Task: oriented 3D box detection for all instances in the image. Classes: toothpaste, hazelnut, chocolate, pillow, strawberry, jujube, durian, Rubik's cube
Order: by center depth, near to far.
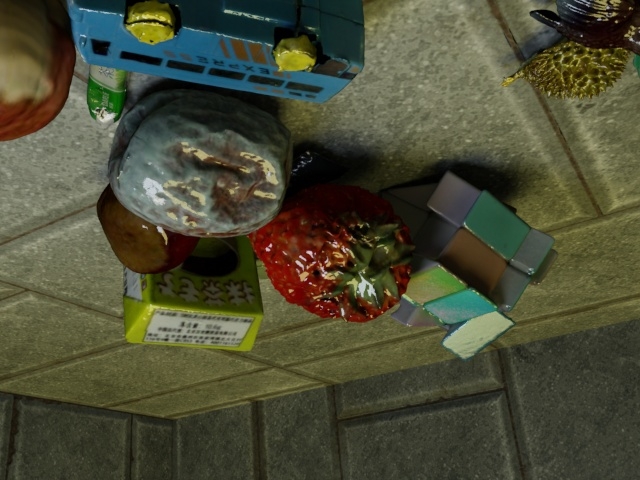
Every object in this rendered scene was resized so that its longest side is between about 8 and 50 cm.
[{"bbox_3d":[-0.440,-0.234,0.860,0.241,0.261,0.261,-38,145,16],"label":"hazelnut"},{"bbox_3d":[-0.332,-0.254,1.077,0.078,0.047,0.248,2,152,-21],"label":"toothpaste"},{"bbox_3d":[0.395,-0.272,1.103,0.208,0.103,0.146,-10,171,16],"label":"durian"},{"bbox_3d":[-0.189,-0.127,1.166,0.308,0.247,0.215,20,-173,-32],"label":"jujube"},{"bbox_3d":[-0.311,-0.052,1.345,0.229,0.230,0.229,-4,155,-2],"label":"hazelnut"},{"bbox_3d":[0.000,0.000,1.369,0.312,0.267,0.351,26,-175,-32],"label":"strawberry"},{"bbox_3d":[-0.061,-0.125,1.403,0.208,0.055,0.141,-23,160,34],"label":"pillow"},{"bbox_3d":[0.292,0.043,1.519,0.368,0.358,0.387,30,176,35],"label":"Rubik's cube"},{"bbox_3d":[-0.283,0.085,1.545,0.300,0.289,0.137,8,141,-28],"label":"chocolate"}]

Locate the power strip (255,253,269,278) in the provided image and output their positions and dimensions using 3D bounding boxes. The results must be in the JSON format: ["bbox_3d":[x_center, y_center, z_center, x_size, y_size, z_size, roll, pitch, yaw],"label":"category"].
[{"bbox_3d":[-0.086,0.024,1.711,0.264,0.059,0.193,-16,153,24],"label":"power strip"}]

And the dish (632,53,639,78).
[{"bbox_3d":[0.592,-0.314,1.088,0.224,0.078,0.246,-5,155,-1],"label":"dish"}]

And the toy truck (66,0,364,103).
[{"bbox_3d":[-0.133,-0.290,0.906,0.384,0.161,0.162,5,163,-23],"label":"toy truck"}]

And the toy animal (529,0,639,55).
[{"bbox_3d":[0.399,-0.301,0.965,0.116,0.179,0.218,-46,164,24],"label":"toy animal"}]
